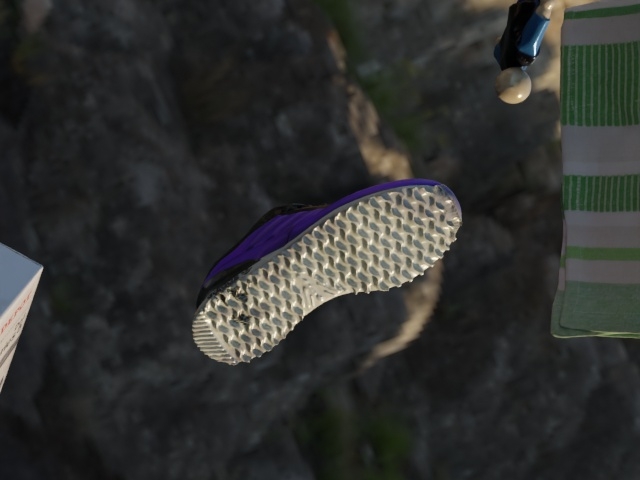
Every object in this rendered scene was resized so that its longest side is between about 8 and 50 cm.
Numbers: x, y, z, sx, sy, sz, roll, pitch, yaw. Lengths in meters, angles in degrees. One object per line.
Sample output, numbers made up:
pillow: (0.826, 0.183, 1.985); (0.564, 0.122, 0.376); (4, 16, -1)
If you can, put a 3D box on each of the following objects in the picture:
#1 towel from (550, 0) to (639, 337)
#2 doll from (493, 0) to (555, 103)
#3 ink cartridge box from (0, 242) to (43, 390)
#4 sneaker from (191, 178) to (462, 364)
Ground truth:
towel: (0.309, -0.071, 1.582); (0.038, 0.248, 0.325); (7, 84, -38)
doll: (0.217, -0.230, 1.777); (0.129, 0.046, 0.189); (147, -37, -70)
ink cartridge box: (-0.421, 0.146, 1.857); (0.115, 0.273, 0.198); (27, 39, 2)
sneaker: (-0.001, 0.000, 1.707); (0.102, 0.293, 0.146); (56, 16, -26)
